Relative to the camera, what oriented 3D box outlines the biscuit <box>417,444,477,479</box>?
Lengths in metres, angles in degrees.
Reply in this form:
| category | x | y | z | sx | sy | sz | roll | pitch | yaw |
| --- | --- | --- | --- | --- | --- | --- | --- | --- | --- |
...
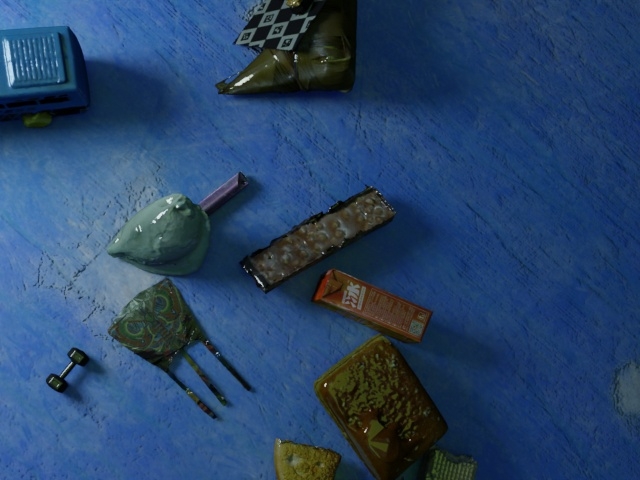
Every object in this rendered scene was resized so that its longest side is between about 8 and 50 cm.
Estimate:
| category | x | y | z | sx | sy | sz | roll | pitch | yaw |
| --- | --- | --- | --- | --- | --- | --- | --- | --- | --- |
| biscuit | 0.233 | 0.527 | 1.376 | 0.108 | 0.062 | 0.239 | 18 | 77 | -9 |

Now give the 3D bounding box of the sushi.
| category | x | y | z | sx | sy | sz | roll | pitch | yaw |
| --- | --- | --- | --- | --- | --- | --- | --- | --- | --- |
| sushi | -0.057 | -0.511 | 1.416 | 0.280 | 0.192 | 0.043 | -57 | 136 | -14 |

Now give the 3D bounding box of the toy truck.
| category | x | y | z | sx | sy | sz | roll | pitch | yaw |
| --- | --- | --- | --- | --- | --- | --- | --- | --- | --- |
| toy truck | -0.625 | -0.292 | 1.263 | 0.384 | 0.162 | 0.161 | -8 | 85 | -13 |

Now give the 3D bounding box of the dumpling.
| category | x | y | z | sx | sy | sz | roll | pitch | yaw |
| --- | --- | --- | --- | --- | --- | --- | --- | --- | --- |
| dumpling | -0.298 | 0.004 | 1.306 | 0.216 | 0.105 | 0.149 | -25 | 89 | 19 |

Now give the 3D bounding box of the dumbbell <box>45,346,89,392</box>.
| category | x | y | z | sx | sy | sz | roll | pitch | yaw |
| --- | --- | --- | --- | --- | --- | --- | --- | --- | --- |
| dumbbell | -0.464 | 0.237 | 1.279 | 0.036 | 0.040 | 0.083 | 30 | 74 | 25 |

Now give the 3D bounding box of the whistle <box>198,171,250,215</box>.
| category | x | y | z | sx | sy | sz | roll | pitch | yaw |
| --- | --- | --- | --- | --- | --- | --- | --- | --- | --- |
| whistle | -0.216 | -0.074 | 1.386 | 0.176 | 0.033 | 0.033 | -40 | 91 | -16 |

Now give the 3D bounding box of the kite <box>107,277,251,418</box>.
| category | x | y | z | sx | sy | sz | roll | pitch | yaw |
| --- | --- | --- | --- | --- | --- | --- | --- | --- | --- |
| kite | -0.262 | 0.214 | 1.338 | 0.152 | 0.015 | 0.285 | -44 | 92 | -15 |

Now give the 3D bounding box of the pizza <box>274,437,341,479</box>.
| category | x | y | z | sx | sy | sz | roll | pitch | yaw |
| --- | --- | --- | --- | --- | --- | --- | --- | --- | --- |
| pizza | -0.021 | 0.443 | 1.342 | 0.131 | 0.041 | 0.178 | -38 | 89 | -18 |

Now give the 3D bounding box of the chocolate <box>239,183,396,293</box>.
| category | x | y | z | sx | sy | sz | roll | pitch | yaw |
| --- | --- | --- | --- | --- | --- | --- | --- | --- | --- |
| chocolate | -0.001 | 0.001 | 1.404 | 0.329 | 0.065 | 0.102 | -30 | 56 | -15 |

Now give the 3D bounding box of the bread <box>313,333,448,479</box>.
| category | x | y | z | sx | sy | sz | roll | pitch | yaw |
| --- | --- | --- | --- | --- | --- | --- | --- | --- | --- |
| bread | 0.116 | 0.325 | 1.356 | 0.184 | 0.110 | 0.234 | -36 | 89 | -16 |

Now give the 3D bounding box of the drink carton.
| category | x | y | z | sx | sy | sz | roll | pitch | yaw |
| --- | --- | --- | --- | --- | --- | --- | --- | --- | --- |
| drink carton | 0.100 | 0.132 | 1.390 | 0.222 | 0.096 | 0.071 | 24 | 77 | -8 |

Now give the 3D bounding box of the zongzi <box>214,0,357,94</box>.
| category | x | y | z | sx | sy | sz | roll | pitch | yaw |
| --- | --- | --- | --- | --- | --- | --- | --- | --- | --- |
| zongzi | -0.067 | -0.422 | 1.449 | 0.288 | 0.123 | 0.260 | -3 | 66 | 10 |

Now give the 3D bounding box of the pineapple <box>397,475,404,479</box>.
| category | x | y | z | sx | sy | sz | roll | pitch | yaw |
| --- | --- | --- | --- | --- | --- | --- | --- | --- | --- |
| pineapple | 0.078 | 0.603 | 1.265 | 0.222 | 0.223 | 0.358 | 21 | 71 | -9 |
